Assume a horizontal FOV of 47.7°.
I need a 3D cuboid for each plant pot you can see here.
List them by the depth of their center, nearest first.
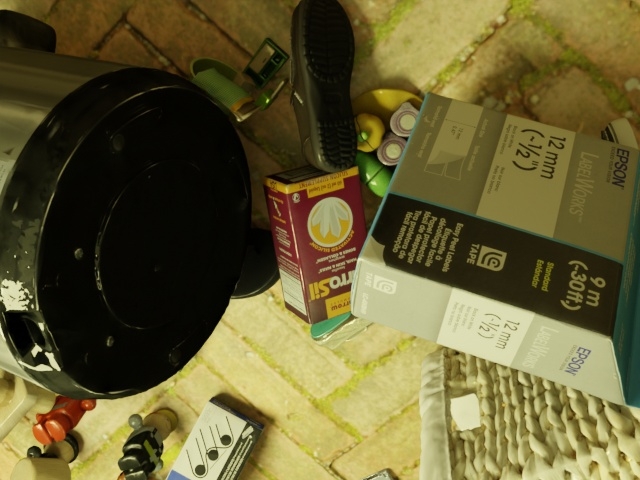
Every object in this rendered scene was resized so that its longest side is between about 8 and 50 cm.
[{"bbox_3d":[-0.143,-0.178,0.932,0.083,0.083,0.079,35,125,-2],"label":"plant pot"}]

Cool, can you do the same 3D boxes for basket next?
[{"bbox_3d":[0.301,0.292,0.869,0.266,0.328,0.331,-27,104,17],"label":"basket"}]

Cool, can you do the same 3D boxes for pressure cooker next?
[{"bbox_3d":[-0.337,-0.045,0.848,0.420,0.370,0.376,13,141,26],"label":"pressure cooker"}]

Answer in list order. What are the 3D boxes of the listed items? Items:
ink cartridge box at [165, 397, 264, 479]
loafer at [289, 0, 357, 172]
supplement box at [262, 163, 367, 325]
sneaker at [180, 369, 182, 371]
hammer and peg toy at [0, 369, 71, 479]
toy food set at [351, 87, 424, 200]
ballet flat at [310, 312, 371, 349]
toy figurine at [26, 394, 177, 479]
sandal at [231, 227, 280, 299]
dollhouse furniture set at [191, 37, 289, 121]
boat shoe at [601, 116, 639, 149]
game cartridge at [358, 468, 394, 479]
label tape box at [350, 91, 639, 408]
[{"bbox_3d":[-0.176,0.356,1.102,0.097,0.046,0.207,28,85,2],"label":"ink cartridge box"},{"bbox_3d":[-0.010,-0.190,0.878,0.078,0.080,0.220,-3,89,54],"label":"loafer"},{"bbox_3d":[0.000,0.000,0.936,0.104,0.080,0.188,-17,110,-22],"label":"supplement box"},{"bbox_3d":[-0.213,0.118,1.064,0.075,0.057,0.161,22,116,-2],"label":"sneaker"},{"bbox_3d":[-0.507,0.260,1.024,0.266,0.127,0.361,-47,52,8],"label":"hammer and peg toy"},{"bbox_3d":[0.112,-0.091,0.905,0.218,0.071,0.128,45,113,-6],"label":"toy food set"},{"bbox_3d":[0.060,0.100,1.007,0.168,0.057,0.052,-32,128,25],"label":"ballet flat"},{"bbox_3d":[-0.351,0.335,1.137,0.209,0.148,0.213,22,111,-2],"label":"toy figurine"},{"bbox_3d":[-0.166,0.033,1.000,0.254,0.054,0.097,-5,74,15],"label":"sandal"},{"bbox_3d":[-0.083,-0.198,0.866,0.076,0.152,0.058,41,115,-3],"label":"dollhouse furniture set"},{"bbox_3d":[0.351,-0.032,0.875,0.076,0.080,0.229,-10,115,15],"label":"boat shoe"},{"bbox_3d":[0.083,0.392,1.123,0.083,0.017,0.056,-31,97,21],"label":"game cartridge"},{"bbox_3d":[0.234,0.005,0.734,0.347,0.249,0.115,16,144,12],"label":"label tape box"}]
